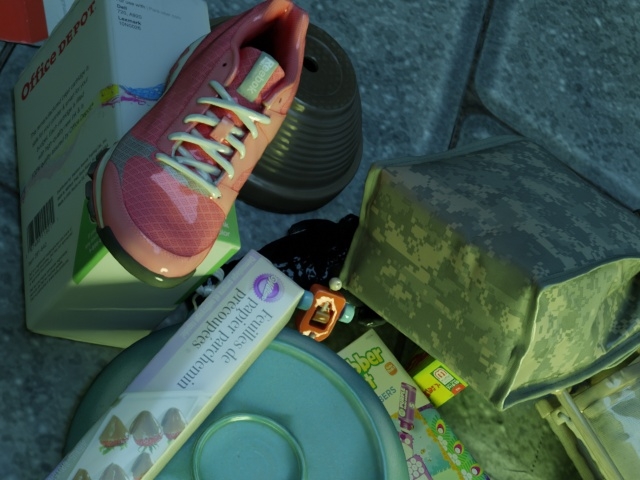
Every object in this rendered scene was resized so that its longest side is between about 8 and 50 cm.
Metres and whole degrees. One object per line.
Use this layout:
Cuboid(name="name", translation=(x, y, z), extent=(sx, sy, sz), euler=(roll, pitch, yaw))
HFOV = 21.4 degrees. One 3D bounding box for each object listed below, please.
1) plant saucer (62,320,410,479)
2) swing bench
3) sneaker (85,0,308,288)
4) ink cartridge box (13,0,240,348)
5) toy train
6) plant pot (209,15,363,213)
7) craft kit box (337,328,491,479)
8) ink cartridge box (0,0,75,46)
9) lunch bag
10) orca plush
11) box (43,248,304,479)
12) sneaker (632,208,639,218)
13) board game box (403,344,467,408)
Cuboid(name="plant saucer", translation=(-0.066, 0.205, 1.483), extent=(0.317, 0.044, 0.318), euler=(7, 63, -13))
Cuboid(name="swing bench", translation=(0.351, 0.233, 1.745), extent=(0.165, 0.255, 0.253), euler=(-29, 76, -7))
Cuboid(name="sneaker", translation=(-0.093, -0.099, 1.388), extent=(0.116, 0.136, 0.314), euler=(35, 45, -14))
Cuboid(name="ink cartridge box", translation=(-0.184, -0.073, 1.546), extent=(0.117, 0.201, 0.278), euler=(13, 53, -32))
Cuboid(name="toy train", translation=(-0.059, 0.072, 1.615), extent=(0.166, 0.125, 0.046), euler=(14, 19, -25))
Cuboid(name="plant pot", translation=(-0.038, -0.155, 1.787), extent=(0.237, 0.110, 0.237), euler=(20, 51, -26))
Cuboid(name="craft kit box", translation=(0.042, 0.239, 1.608), extent=(0.247, 0.061, 0.250), euler=(50, 43, 7))
Cuboid(name="ink cartridge box", translation=(-0.266, -0.281, 1.741), extent=(0.232, 0.066, 0.189), euler=(9, 55, -38))
Cuboid(name="lunch bag", translation=(0.202, 0.017, 1.629), extent=(0.287, 0.169, 0.235), euler=(-15, 41, -41))
Cuboid(name="orca plush", translation=(0.000, 0.000, 1.689), extent=(0.287, 0.102, 0.151), euler=(5, 41, -21))
Cuboid(name="box", translation=(-0.135, 0.143, 1.432), extent=(0.063, 0.067, 0.324), euler=(38, 61, 5))
Cuboid(name="sneaker", translation=(0.428, 0.079, 1.985), extent=(0.163, 0.086, 0.226), euler=(9, 64, -20))
Cuboid(name="board game box", translation=(0.142, 0.099, 1.755), extent=(0.043, 0.092, 0.181), euler=(41, 44, -7))
